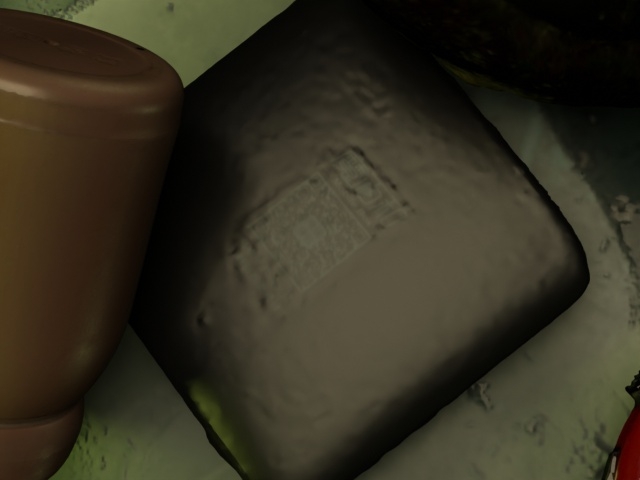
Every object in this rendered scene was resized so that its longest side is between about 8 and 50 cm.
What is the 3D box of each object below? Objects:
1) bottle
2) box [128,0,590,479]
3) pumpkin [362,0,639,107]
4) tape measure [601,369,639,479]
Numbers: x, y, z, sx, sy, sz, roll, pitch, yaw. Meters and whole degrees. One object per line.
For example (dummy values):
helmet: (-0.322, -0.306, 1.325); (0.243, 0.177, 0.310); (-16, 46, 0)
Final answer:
bottle: (-0.205, 0.008, 0.865); (0.173, 0.206, 0.296); (3, 112, -30)
box: (0.000, 0.000, 0.932); (0.289, 0.073, 0.290); (-38, 77, -1)
pumpkin: (0.183, -0.303, 0.826); (0.454, 0.344, 0.454); (0, 93, 4)
tape measure: (0.304, 0.161, 0.843); (0.260, 0.114, 0.253); (-13, 78, 8)
